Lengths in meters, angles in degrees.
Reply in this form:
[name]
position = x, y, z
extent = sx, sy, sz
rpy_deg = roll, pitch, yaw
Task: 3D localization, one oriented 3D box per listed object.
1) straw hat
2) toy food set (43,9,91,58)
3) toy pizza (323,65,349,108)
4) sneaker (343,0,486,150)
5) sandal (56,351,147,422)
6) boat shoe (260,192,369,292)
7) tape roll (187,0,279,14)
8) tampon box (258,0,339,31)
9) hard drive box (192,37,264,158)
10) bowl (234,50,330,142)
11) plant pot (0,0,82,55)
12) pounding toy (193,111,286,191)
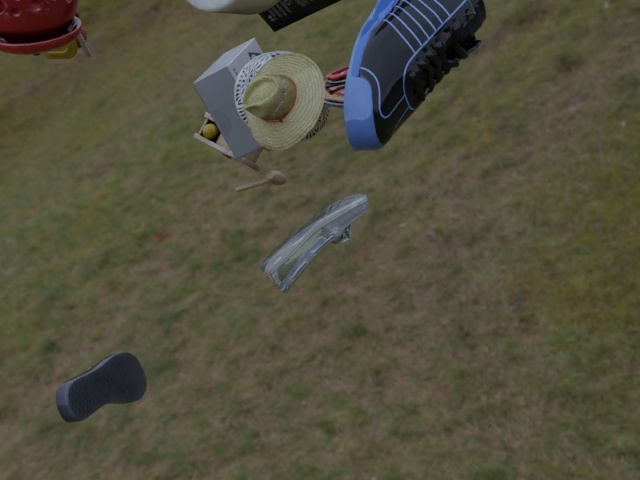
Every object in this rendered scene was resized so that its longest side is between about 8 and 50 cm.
[straw hat]
position = -0.069, -0.195, 1.277
extent = 0.144, 0.145, 0.061
rpy_deg = -1, -3, 38
[toy food set]
position = -0.555, -0.455, 1.998
extent = 0.218, 0.128, 0.071
rpy_deg = 9, 51, 36
[toy pizza]
position = 0.089, -0.257, 1.473
extent = 0.201, 0.032, 0.201
rpy_deg = -11, 26, 6
[sneaker]
position = 0.093, -0.177, 0.845
extent = 0.090, 0.081, 0.232
rpy_deg = 8, 63, 26
[sandal]
position = -0.404, 0.264, 1.721
extent = 0.054, 0.097, 0.254
rpy_deg = -15, -3, 23
[boat shoe]
position = -0.001, 0.001, 2.285
extent = 0.320, 0.103, 0.118
rpy_deg = -38, 9, 14
[tape roll]
position = -0.118, -0.506, 1.279
extent = 0.072, 0.392, 0.392
rpy_deg = -6, 10, -33
[tampon box]
position = -0.033, -0.434, 1.506
extent = 0.161, 0.101, 0.120
rpy_deg = -16, 45, 38
[hard drive box]
position = -0.157, -0.301, 1.979
extent = 0.089, 0.181, 0.232
rpy_deg = -23, 20, 21
[bowl]
position = -0.055, -0.254, 1.573
extent = 0.170, 0.170, 0.080
rpy_deg = -23, -8, -19
[plant pot]
position = -0.518, -0.435, 1.668
extent = 0.191, 0.174, 0.191
rpy_deg = -2, 34, 1
[pounding toy]
position = -0.228, -0.218, 2.477
extent = 0.269, 0.155, 0.154
rpy_deg = 29, 2, 26
